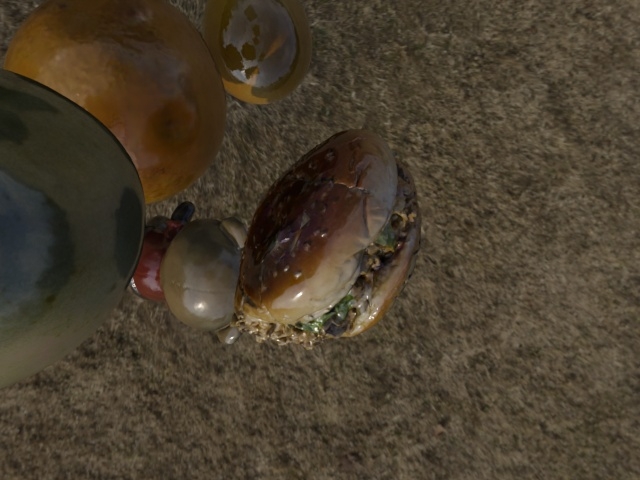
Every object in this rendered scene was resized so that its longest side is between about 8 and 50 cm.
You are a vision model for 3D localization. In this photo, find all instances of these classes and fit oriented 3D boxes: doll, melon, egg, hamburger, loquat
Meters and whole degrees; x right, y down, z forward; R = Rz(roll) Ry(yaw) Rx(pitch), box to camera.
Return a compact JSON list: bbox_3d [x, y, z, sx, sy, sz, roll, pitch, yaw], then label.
[{"bbox_3d":[-0.251,0.048,1.243,0.174,0.329,0.235,-6,103,-53],"label":"doll"},{"bbox_3d":[-0.300,-0.006,0.530,0.268,0.330,0.269,8,106,30],"label":"melon"},{"bbox_3d":[-0.147,-0.475,1.572,0.249,0.250,0.323,-9,83,-9],"label":"egg"},{"bbox_3d":[0.000,0.000,0.826,0.146,0.243,0.286,27,101,-31],"label":"hamburger"},{"bbox_3d":[-0.296,-0.200,0.996,0.328,0.328,0.329,-3,107,-10],"label":"loquat"}]
